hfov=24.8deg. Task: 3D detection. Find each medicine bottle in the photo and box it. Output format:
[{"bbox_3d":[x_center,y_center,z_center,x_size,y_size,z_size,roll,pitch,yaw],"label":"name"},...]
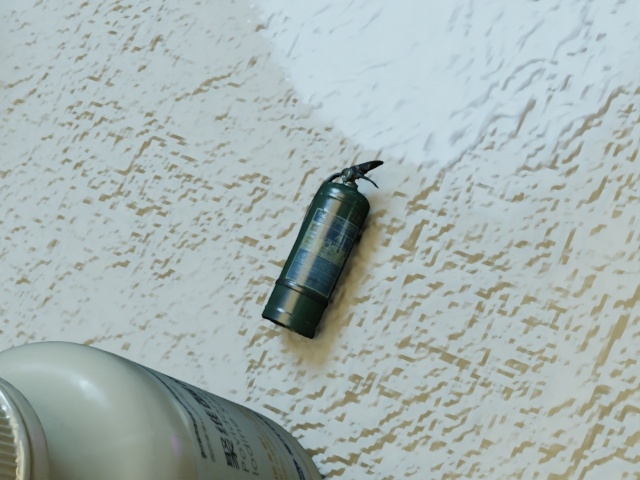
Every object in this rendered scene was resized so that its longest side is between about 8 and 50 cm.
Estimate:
[{"bbox_3d":[-0.088,0.095,0.519,0.114,0.252,0.114,-7,72,21],"label":"medicine bottle"}]

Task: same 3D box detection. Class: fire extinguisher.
[{"bbox_3d":[0.000,0.000,0.642,0.038,0.025,0.083,18,80,49],"label":"fire extinguisher"}]
